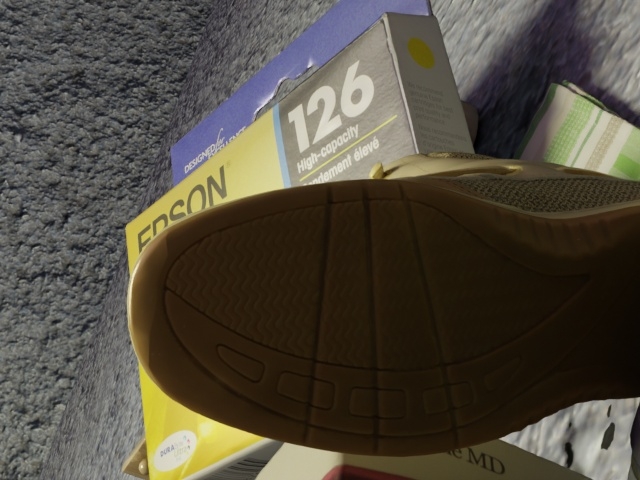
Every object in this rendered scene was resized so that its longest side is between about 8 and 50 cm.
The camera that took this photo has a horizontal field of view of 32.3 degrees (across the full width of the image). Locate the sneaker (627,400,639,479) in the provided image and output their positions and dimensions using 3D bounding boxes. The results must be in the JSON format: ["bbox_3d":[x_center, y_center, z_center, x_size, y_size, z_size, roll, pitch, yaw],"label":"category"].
[{"bbox_3d":[0.157,0.104,0.270,0.300,0.111,0.121,-96,17,-64],"label":"sneaker"}]

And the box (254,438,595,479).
[{"bbox_3d":[0.037,0.193,0.410,0.127,0.149,0.232,-55,19,35],"label":"box"}]

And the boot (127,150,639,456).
[{"bbox_3d":[0.038,0.009,0.469,0.203,0.262,0.095,-156,62,-70],"label":"boot"}]

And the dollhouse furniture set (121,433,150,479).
[{"bbox_3d":[-0.083,0.216,0.828,0.144,0.123,0.151,-53,20,40],"label":"dollhouse furniture set"}]

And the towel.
[{"bbox_3d":[0.142,-0.024,0.634,0.113,0.023,0.152,-64,17,15],"label":"towel"}]

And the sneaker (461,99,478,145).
[{"bbox_3d":[0.000,0.000,0.877,0.302,0.121,0.108,-62,15,16],"label":"sneaker"}]

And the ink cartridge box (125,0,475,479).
[{"bbox_3d":[-0.026,-0.011,0.759,0.304,0.072,0.307,-34,58,39],"label":"ink cartridge box"}]
